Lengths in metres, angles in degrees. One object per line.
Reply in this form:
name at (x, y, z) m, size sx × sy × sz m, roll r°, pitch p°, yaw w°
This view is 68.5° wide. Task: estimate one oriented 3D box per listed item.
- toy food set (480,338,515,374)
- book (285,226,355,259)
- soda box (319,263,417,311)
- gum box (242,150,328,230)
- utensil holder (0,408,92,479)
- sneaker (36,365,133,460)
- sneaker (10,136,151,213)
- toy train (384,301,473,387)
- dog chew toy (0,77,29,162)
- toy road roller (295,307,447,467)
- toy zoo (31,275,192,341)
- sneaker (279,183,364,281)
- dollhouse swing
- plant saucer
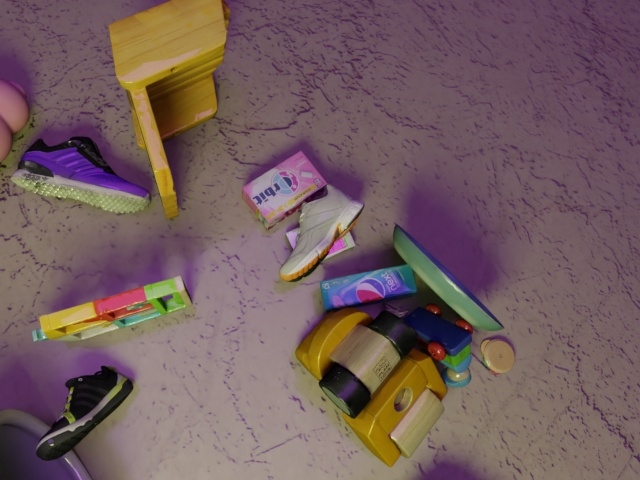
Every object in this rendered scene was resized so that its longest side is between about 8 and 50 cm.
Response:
toy food set at (0.428, 0.279, 1.129) m, size 0.083 × 0.020 × 0.083 m, roll -3°, pitch 73°, yaw -12°
book at (0.000, 0.000, 1.133) m, size 0.144 × 0.035 × 0.096 m, roll -23°, pitch 80°, yaw -15°
soda box at (0.108, 0.110, 1.071) m, size 0.210 × 0.071 × 0.067 m, roll -12°, pitch 74°, yaw 1°
gum box at (-0.083, -0.125, 1.140) m, size 0.188 × 0.062 × 0.107 m, roll -36°, pitch 82°, yaw -18°
utensil holder at (-0.579, 0.514, 0.710) m, size 0.385 × 0.327 × 0.328 m, roll -34°, pitch 82°, yaw -17°
sneaker at (-0.450, 0.307, 0.869) m, size 0.097 × 0.234 × 0.084 m, roll 42°, pitch 104°, yaw 1°
sneaker at (-0.517, -0.161, 1.050) m, size 0.293 × 0.102 × 0.146 m, roll 13°, pitch 70°, yaw -6°
toy train at (0.234, 0.222, 1.067) m, size 0.105 × 0.248 × 0.143 m, roll -32°, pitch 121°, yaw -22°
dog chew toy at (-0.757, -0.219, 0.981) m, size 0.206 × 0.207 × 0.332 m, roll 32°, pitch 62°, yaw 1°
toy road roller at (0.095, 0.284, 1.000) m, size 0.202 × 0.240 × 0.330 m, roll -44°, pitch 122°, yaw -20°
toy zoo at (-0.408, 0.145, 0.926) m, size 0.293 × 0.192 × 0.030 m, roll -17°, pitch 76°, yaw -16°
sneaker at (-0.019, -0.020, 1.081) m, size 0.121 × 0.099 × 0.262 m, roll 39°, pitch 67°, yaw 10°
dollhouse swing at (-0.271, -0.267, 1.008) m, size 0.315 × 0.347 × 0.305 m, roll -32°, pitch 90°, yaw -18°
plant saucer at (0.268, 0.087, 1.032) m, size 0.317 × 0.317 × 0.044 m, roll 43°, pitch 100°, yaw 5°
